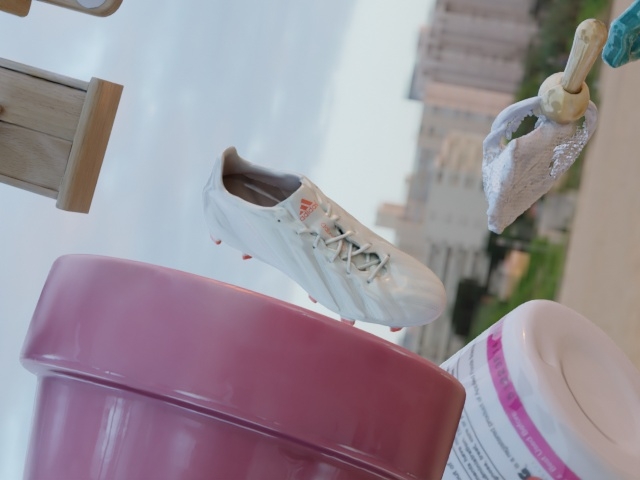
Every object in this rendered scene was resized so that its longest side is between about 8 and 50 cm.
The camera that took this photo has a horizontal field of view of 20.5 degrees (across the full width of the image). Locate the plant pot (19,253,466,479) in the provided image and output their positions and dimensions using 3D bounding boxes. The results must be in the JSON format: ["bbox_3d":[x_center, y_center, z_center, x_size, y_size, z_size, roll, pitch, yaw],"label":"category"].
[{"bbox_3d":[-0.054,0.122,0.799,0.201,0.201,0.180,66,-139,-76],"label":"plant pot"}]

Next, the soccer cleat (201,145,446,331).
[{"bbox_3d":[0.000,0.000,1.249,0.068,0.196,0.076,-48,-24,-41],"label":"soccer cleat"}]

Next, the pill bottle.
[{"bbox_3d":[0.090,0.180,1.230,0.283,0.160,0.160,-40,12,27],"label":"pill bottle"}]

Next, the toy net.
[{"bbox_3d":[0.153,-0.108,0.974,0.232,0.045,0.122,-56,-25,13],"label":"toy net"}]

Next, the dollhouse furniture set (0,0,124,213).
[{"bbox_3d":[-0.311,-0.124,1.366,0.355,0.174,0.303,8,-82,-71],"label":"dollhouse furniture set"}]
